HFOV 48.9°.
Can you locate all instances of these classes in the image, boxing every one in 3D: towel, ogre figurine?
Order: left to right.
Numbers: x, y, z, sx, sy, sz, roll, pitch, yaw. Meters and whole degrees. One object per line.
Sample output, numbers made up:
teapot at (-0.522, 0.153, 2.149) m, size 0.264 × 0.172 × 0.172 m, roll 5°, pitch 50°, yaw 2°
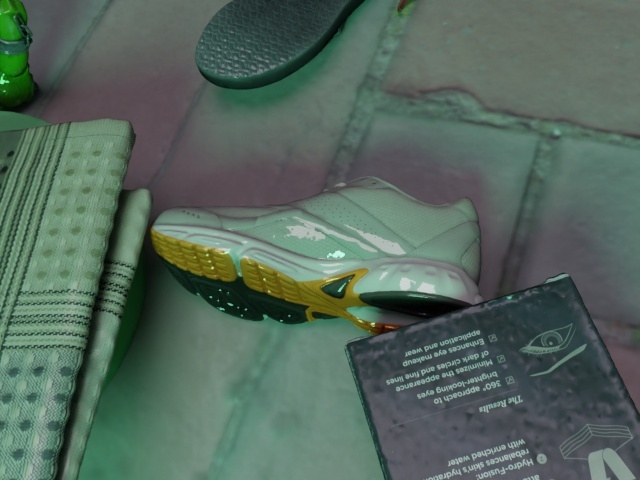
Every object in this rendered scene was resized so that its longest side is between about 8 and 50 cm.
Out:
towel at (-0.290, 0.056, 0.509) m, size 0.312 × 0.056 × 0.324 m, roll -3°, pitch 60°, yaw 12°
ogre figurine at (-0.359, -0.151, 0.681) m, size 0.097 × 0.118 × 0.197 m, roll 38°, pitch 76°, yaw 21°

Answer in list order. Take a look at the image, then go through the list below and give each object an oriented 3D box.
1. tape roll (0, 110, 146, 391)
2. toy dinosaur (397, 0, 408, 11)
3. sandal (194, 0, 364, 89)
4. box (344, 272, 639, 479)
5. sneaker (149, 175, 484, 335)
tape roll at (-0.313, 0.040, 0.594) m, size 0.322 × 0.077 × 0.321 m, roll -4°, pitch 61°, yaw 8°
toy dinosaur at (0.121, -0.271, 0.712) m, size 0.082 × 0.047 × 0.090 m, roll 4°, pitch 96°, yaw 3°
sandal at (-0.014, -0.222, 0.699) m, size 0.097 × 0.054 × 0.254 m, roll 38°, pitch 65°, yaw 18°
box at (0.115, 0.128, 0.456) m, size 0.156 × 0.093 × 0.158 m, roll -17°, pitch 59°, yaw 1°
sneaker at (0.000, 0.000, 0.556) m, size 0.263 × 0.099 × 0.121 m, roll 11°, pitch 57°, yaw 8°
